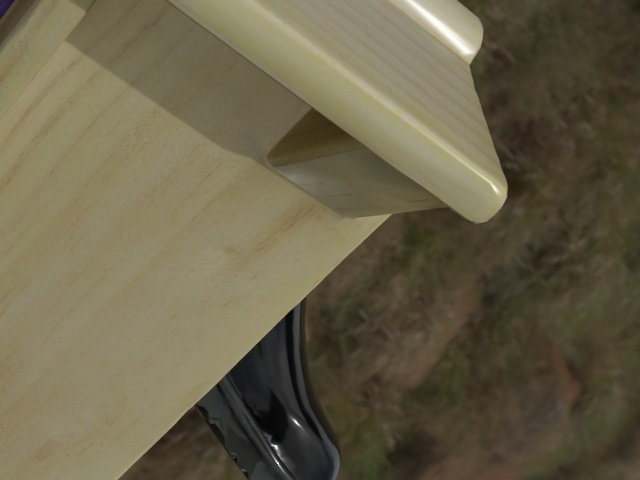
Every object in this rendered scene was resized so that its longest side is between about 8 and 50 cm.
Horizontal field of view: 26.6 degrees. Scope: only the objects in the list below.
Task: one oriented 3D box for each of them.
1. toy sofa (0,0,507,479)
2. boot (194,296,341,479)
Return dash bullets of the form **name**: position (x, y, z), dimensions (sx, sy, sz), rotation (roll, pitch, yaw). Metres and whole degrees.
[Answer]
- **toy sofa**: position (-0.111, 0.011, 0.516), dimensions (0.150, 0.177, 0.362), rotation (34, 117, -24)
- **boot**: position (0.000, -0.001, 0.929), dimensions (0.260, 0.348, 0.131), rotation (-27, -171, -7)
